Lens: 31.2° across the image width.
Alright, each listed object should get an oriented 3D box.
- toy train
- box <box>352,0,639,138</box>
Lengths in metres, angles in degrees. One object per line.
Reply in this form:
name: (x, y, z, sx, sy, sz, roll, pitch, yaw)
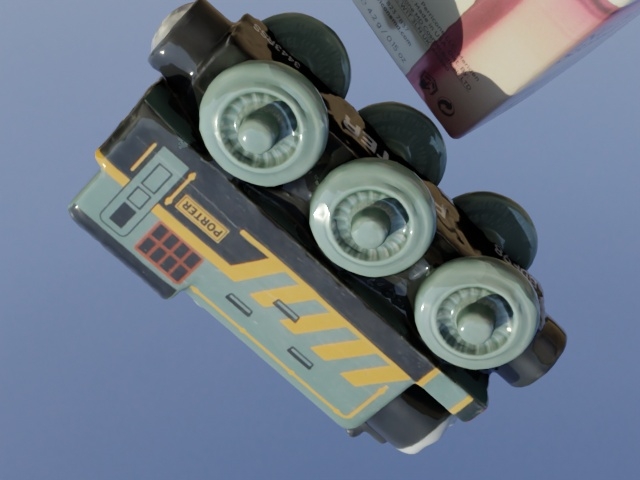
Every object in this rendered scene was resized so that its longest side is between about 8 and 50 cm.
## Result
toy train: (0.000, 0.000, 0.745, 0.190, 0.334, 0.142, -42, -165, 26)
box: (0.146, -0.182, 0.688, 0.148, 0.127, 0.232, -33, 177, -28)
